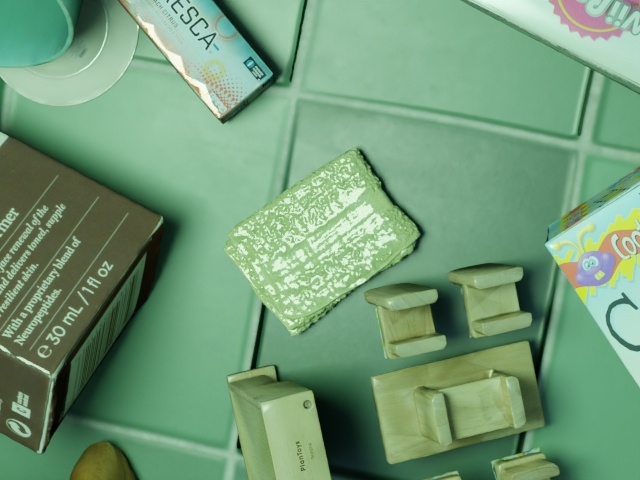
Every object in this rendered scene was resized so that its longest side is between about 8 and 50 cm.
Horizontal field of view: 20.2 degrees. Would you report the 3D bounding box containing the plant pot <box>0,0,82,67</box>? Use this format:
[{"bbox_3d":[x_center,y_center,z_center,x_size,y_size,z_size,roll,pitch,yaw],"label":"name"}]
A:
[{"bbox_3d":[-0.297,-0.311,1.419,0.293,0.293,0.235,15,71,7],"label":"plant pot"}]

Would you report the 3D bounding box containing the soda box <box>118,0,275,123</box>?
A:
[{"bbox_3d":[-0.118,-0.187,1.509,0.063,0.058,0.183,-39,90,0],"label":"soda box"}]

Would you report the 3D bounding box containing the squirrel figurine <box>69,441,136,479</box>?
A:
[{"bbox_3d":[-0.308,0.399,1.505,0.370,0.281,0.397,-26,89,17],"label":"squirrel figurine"}]

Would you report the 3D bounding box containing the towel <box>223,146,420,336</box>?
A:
[{"bbox_3d":[0.000,0.000,1.530,0.148,0.027,0.110,-37,88,12],"label":"towel"}]

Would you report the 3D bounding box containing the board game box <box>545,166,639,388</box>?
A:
[{"bbox_3d":[0.313,0.072,1.429,0.142,0.144,0.275,-34,91,10],"label":"board game box"}]

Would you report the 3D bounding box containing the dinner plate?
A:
[{"bbox_3d":[-0.227,-0.187,1.553,0.141,0.017,0.141,1,98,8],"label":"dinner plate"}]

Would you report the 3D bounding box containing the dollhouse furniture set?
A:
[{"bbox_3d":[0.060,0.145,1.504,0.242,0.161,0.212,-12,94,-12],"label":"dollhouse furniture set"}]

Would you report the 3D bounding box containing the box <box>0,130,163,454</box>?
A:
[{"bbox_3d":[-0.342,-0.009,1.486,0.381,0.191,0.143,26,143,6],"label":"box"}]

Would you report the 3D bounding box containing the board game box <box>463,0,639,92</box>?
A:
[{"bbox_3d":[0.207,-0.177,1.338,0.224,0.303,0.097,28,99,5],"label":"board game box"}]
